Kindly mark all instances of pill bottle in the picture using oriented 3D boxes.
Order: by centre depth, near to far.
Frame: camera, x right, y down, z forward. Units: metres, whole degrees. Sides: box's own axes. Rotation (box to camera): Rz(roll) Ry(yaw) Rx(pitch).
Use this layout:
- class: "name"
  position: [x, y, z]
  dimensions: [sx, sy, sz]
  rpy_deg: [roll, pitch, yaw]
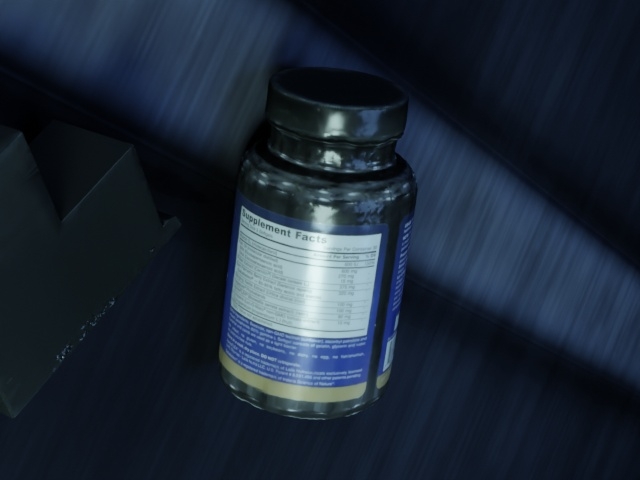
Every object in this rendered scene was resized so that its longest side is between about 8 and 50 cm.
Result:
- class: "pill bottle"
  position: [0.000, 0.000, 1.085]
  dimensions: [0.123, 0.123, 0.219]
  rpy_deg: [-23, 126, -53]

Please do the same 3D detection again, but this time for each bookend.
- class: "bookend"
  position: [-0.164, -0.019, 0.847]
  dimensions: [0.156, 0.072, 0.157]
  rpy_deg: [-52, 146, -31]
